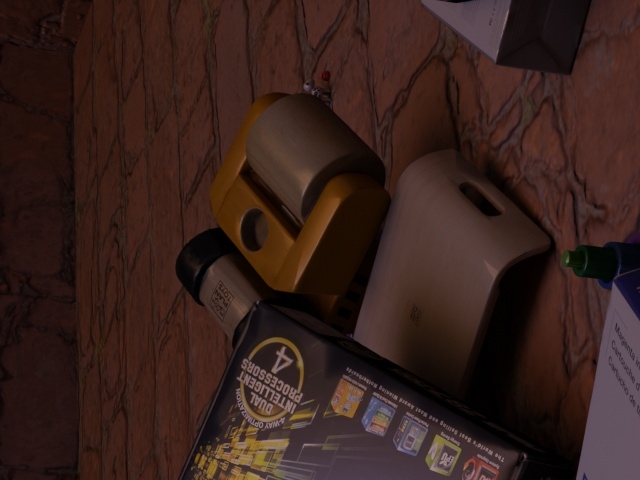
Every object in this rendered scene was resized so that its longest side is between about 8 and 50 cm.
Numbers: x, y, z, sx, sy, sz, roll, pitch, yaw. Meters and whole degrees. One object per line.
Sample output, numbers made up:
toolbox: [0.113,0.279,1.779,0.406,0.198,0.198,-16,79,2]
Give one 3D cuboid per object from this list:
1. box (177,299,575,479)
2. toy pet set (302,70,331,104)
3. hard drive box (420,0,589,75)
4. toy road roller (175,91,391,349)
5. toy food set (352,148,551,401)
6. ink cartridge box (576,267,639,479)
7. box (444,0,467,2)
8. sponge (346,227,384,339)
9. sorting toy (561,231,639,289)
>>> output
box: [0.024,0.276,1.611,0.395,0.097,0.318,28,98,42]
toy pet set: [-0.033,-0.174,2.371,0.122,0.065,0.114,121,149,-51]
hard drive box: [0.200,-0.296,1.712,0.232,0.089,0.181,-125,45,-61]
toy road roller: [0.000,0.000,1.955,0.202,0.240,0.330,48,124,39]
toy food set: [0.144,0.082,1.790,0.220,0.092,0.306,50,134,50]
ink cartridge box: [0.295,0.175,1.234,0.324,0.071,0.330,-114,22,-55]
box: [0.146,-0.319,1.620,0.180,0.077,0.147,-172,88,-70]
sponge: [0.038,0.080,2.145,0.117,0.031,0.210,-164,81,-70]
sorting toy: [0.299,-0.069,1.310,0.365,0.126,0.127,119,150,-47]
